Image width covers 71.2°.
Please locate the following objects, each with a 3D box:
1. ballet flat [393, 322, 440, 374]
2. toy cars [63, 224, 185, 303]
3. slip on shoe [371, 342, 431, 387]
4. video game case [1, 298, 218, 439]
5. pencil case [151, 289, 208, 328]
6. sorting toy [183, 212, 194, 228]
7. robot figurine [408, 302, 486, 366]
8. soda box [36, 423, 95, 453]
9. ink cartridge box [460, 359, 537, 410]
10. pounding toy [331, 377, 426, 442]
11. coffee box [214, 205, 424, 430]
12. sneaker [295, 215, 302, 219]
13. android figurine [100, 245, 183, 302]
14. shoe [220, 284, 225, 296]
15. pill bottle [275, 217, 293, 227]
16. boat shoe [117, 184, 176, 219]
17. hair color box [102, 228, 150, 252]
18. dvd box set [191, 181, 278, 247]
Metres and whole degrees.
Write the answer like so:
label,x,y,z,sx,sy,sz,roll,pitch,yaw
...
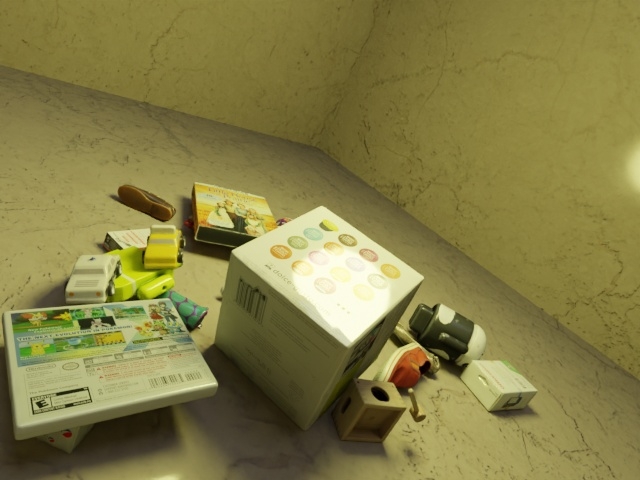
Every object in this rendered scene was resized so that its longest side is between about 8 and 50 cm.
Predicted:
label,x,y,z,sx,sy,sz,roll,pitch,yaw
ballet flat,0.323,0.357,1.555,0.250,0.058,0.084,47,-1,38
toy cars,-0.473,0.033,1.119,0.177,0.087,0.394,18,27,24
slip on shoe,0.249,0.394,1.350,0.101,0.123,0.331,42,21,25
video game case,-0.409,0.220,0.869,0.329,0.036,0.300,0,29,-39
pencil case,-0.374,0.174,1.188,0.152,0.064,0.070,28,22,5
sorting toy,-0.425,-0.062,1.698,0.132,0.046,0.274,24,21,-6
robot figurine,0.464,0.344,1.639,0.278,0.173,0.209,30,45,7
soda box,-0.429,0.286,0.850,0.069,0.073,0.216,26,22,-1
ink cartridge box,0.620,0.501,1.559,0.213,0.093,0.154,13,24,-35
pounding toy,0.162,0.405,1.119,0.206,0.181,0.094,16,23,-27
coffee box,-0.014,0.176,1.117,0.338,0.338,0.334,37,41,22
sneaker,0.000,0.001,1.998,0.293,0.102,0.146,44,22,27
android figurine,-0.505,0.086,1.165,0.248,0.056,0.273,19,29,26
shoe,-0.214,0.175,1.372,0.178,0.063,0.081,14,19,-40
pill bottle,-0.159,-0.018,1.823,0.108,0.108,0.193,27,21,-1
boat shoe,-0.623,-0.138,1.615,0.207,0.073,0.073,31,19,-9
hair color box,-0.557,0.012,1.365,0.093,0.053,0.167,38,22,24
dvd box set,-0.324,-0.093,1.693,0.308,0.062,0.420,12,23,-22
